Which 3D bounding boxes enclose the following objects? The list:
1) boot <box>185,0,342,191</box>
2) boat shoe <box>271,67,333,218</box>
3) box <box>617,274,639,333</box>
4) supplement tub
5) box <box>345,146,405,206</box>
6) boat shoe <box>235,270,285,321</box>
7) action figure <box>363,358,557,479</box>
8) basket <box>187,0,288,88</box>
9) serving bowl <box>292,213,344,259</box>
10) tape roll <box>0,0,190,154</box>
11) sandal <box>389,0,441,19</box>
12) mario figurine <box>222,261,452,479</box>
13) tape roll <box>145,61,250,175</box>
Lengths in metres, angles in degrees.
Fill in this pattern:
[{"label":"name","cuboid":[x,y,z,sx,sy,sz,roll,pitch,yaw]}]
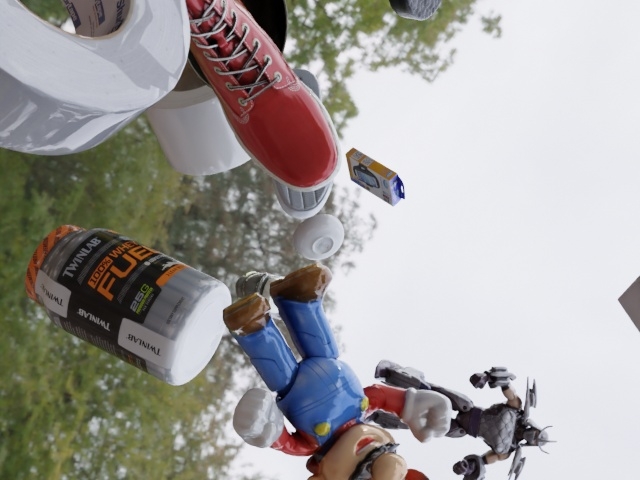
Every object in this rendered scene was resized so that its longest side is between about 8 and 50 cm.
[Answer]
[{"label":"boot","cuboid":[-0.072,-0.154,0.705,0.088,0.244,0.176,-35,173,3]},{"label":"boat shoe","cuboid":[-0.031,-0.162,1.391,0.094,0.109,0.302,96,-6,-61]},{"label":"box","cuboid":[0.426,0.073,0.819,0.130,0.171,0.091,-55,-160,24]},{"label":"supplement tub","cuboid":[-0.330,0.100,1.357,0.316,0.193,0.193,23,-89,15]},{"label":"box","cuboid":[0.110,-0.122,1.565,0.028,0.081,0.136,-41,-125,-19]},{"label":"boat shoe","cuboid":[-0.116,0.128,1.847,0.305,0.091,0.109,46,56,-75]},{"label":"action figure","cuboid":[0.213,0.270,1.201,0.285,0.099,0.185,12,-94,19]},{"label":"basket","cuboid":[-0.120,-0.335,1.205,0.227,0.154,0.204,-86,174,-74]},{"label":"serving bowl","cuboid":[0.000,0.000,1.233,0.083,0.083,0.027,-54,-142,22]},{"label":"tape roll","cuboid":[-0.196,-0.171,0.540,0.072,0.219,0.219,-27,-130,35]},{"label":"sandal","cuboid":[0.203,-0.566,1.257,0.107,0.167,0.445,25,-98,31]},{"label":"mario figurine","cuboid":[0.029,0.184,0.852,0.198,0.320,0.170,-28,-179,7]},{"label":"tape roll","cuboid":[-0.235,-0.274,1.641,0.246,0.169,0.246,-10,-138,9]}]
